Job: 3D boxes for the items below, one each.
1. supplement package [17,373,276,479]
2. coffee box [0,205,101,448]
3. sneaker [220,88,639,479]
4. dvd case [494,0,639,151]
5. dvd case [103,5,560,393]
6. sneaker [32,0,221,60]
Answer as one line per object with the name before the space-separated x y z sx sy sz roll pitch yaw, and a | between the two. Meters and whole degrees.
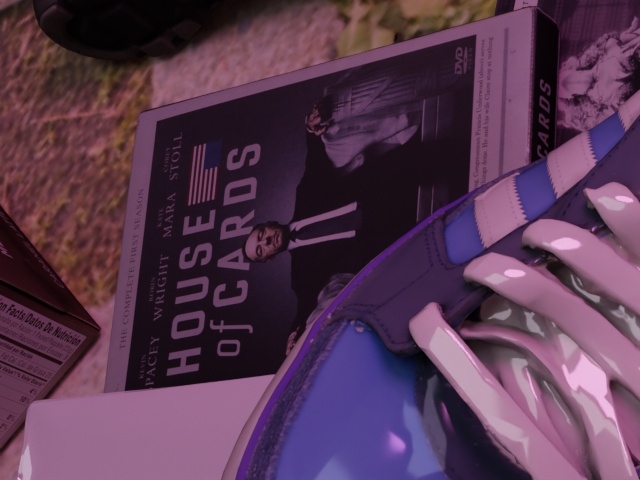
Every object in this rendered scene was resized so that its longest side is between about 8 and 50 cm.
supplement package | 0.000 0.170 0.668 0.149 0.203 0.194 -9 65 30
coffee box | -0.250 0.084 0.936 0.246 0.098 0.141 -50 52 5
sneaker | 0.115 -0.003 0.495 0.323 0.236 0.130 -34 80 -19
dvd case | 0.168 -0.065 0.779 0.221 0.018 0.164 1 71 33
dvd case | 0.000 0.000 0.841 0.239 0.029 0.179 -11 63 35
sneaker | -0.037 -0.179 0.913 0.267 0.101 0.106 -14 60 28
